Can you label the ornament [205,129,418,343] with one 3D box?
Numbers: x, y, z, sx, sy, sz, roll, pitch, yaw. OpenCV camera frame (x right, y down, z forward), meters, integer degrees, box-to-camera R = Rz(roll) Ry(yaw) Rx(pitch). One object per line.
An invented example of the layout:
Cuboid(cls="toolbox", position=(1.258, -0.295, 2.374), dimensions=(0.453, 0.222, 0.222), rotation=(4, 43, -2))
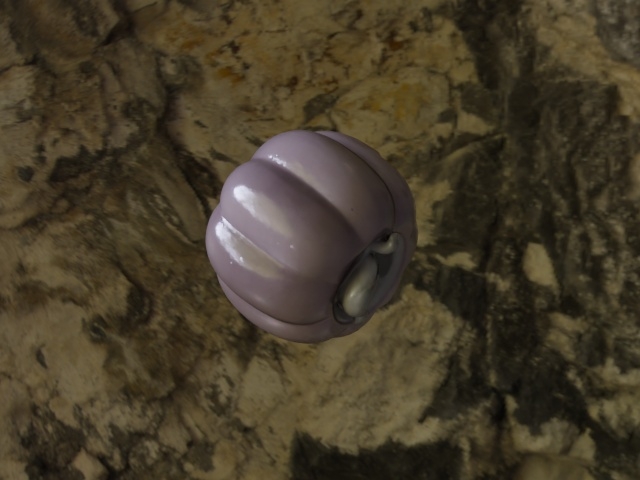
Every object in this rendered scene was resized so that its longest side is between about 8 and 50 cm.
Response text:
Cuboid(cls="ornament", position=(0.000, 0.000, 0.763), dimensions=(0.178, 0.177, 0.177), rotation=(-3, -82, -23))
